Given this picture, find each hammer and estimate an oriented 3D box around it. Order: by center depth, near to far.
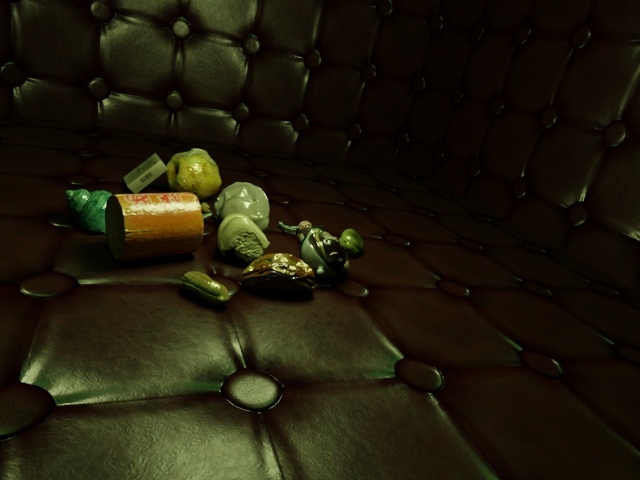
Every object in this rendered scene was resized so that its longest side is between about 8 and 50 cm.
[{"bbox_3d":[-0.079,-0.061,2.179,0.247,0.029,0.103,-3,27,-39],"label":"hammer"}]

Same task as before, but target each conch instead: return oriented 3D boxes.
[{"bbox_3d":[-0.877,-0.127,1.722,0.203,0.134,0.196,13,20,-5],"label":"conch"}]

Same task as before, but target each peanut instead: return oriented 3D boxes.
[{"bbox_3d":[-0.363,0.151,1.428,0.175,0.080,0.080,25,24,19],"label":"peanut"}]

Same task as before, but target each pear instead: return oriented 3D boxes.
[{"bbox_3d":[-0.628,-0.318,2.234,0.271,0.271,0.271,12,22,-5],"label":"pear"}]

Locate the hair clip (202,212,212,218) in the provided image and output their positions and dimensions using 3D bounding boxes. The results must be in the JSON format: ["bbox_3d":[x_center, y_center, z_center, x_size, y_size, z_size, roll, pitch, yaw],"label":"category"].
[{"bbox_3d":[-0.589,-0.100,1.961,0.229,0.036,0.066,-4,22,-24],"label":"hair clip"}]

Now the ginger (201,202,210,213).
[{"bbox_3d":[-0.548,-0.152,2.123,0.097,0.030,0.048,23,51,30],"label":"ginger"}]

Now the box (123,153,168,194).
[{"bbox_3d":[-0.847,-0.324,2.171,0.141,0.201,0.058,40,-11,50],"label":"box"}]

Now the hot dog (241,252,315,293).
[{"bbox_3d":[-0.144,0.114,1.588,0.259,0.114,0.175,8,21,-16],"label":"hot dog"}]

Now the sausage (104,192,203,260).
[{"bbox_3d":[-0.587,-0.058,1.597,0.287,0.233,0.233,-5,28,-41],"label":"sausage"}]

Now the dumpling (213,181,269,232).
[{"bbox_3d":[-0.352,-0.131,1.955,0.293,0.204,0.163,32,39,20],"label":"dumpling"}]

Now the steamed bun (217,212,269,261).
[{"bbox_3d":[-0.314,-0.005,1.760,0.200,0.170,0.225,42,0,-11],"label":"steamed bun"}]

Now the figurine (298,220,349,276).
[{"bbox_3d":[-0.006,0.037,1.807,0.281,0.167,0.370,45,1,-21],"label":"figurine"}]

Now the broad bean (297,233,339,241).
[{"bbox_3d":[0.000,0.000,2.037,0.214,0.048,0.070,10,26,-20],"label":"broad bean"}]

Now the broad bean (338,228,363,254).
[{"bbox_3d":[0.145,0.006,2.040,0.124,0.082,0.174,51,27,3],"label":"broad bean"}]
